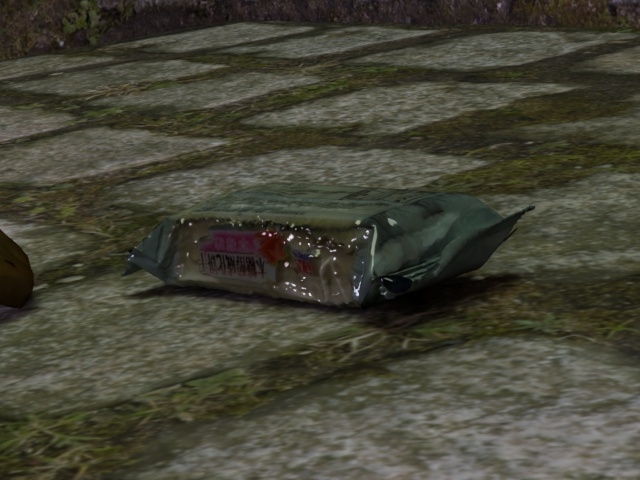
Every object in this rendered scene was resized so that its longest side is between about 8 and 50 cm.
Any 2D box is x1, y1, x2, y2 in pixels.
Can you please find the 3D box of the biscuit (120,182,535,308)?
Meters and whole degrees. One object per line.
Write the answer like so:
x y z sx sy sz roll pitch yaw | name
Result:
-0.003 0.001 1.390 0.309 0.079 0.186 5 19 39 | biscuit

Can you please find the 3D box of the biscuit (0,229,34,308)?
-0.403 -0.034 1.442 0.359 0.046 0.359 24 3 -1 | biscuit
